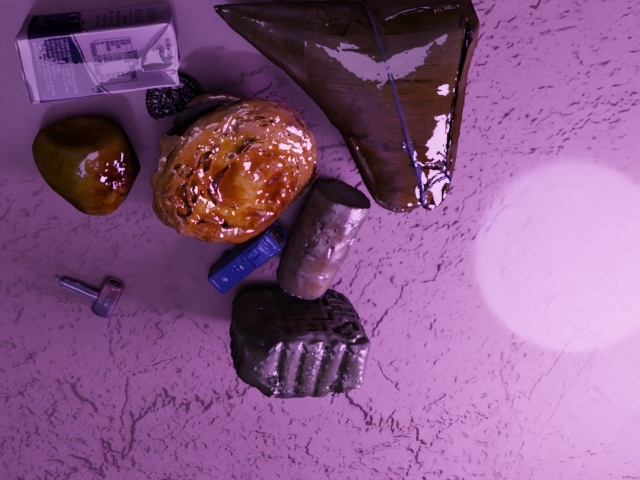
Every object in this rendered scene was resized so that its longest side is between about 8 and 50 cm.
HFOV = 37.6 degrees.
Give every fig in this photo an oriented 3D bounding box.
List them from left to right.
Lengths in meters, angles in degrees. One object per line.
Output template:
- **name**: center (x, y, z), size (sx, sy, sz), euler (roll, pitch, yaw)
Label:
- **fig**: center (-0.365, -0.125, 1.457), size (0.165, 0.144, 0.154), euler (24, 147, -11)

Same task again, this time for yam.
- **yam**: center (0.000, 0.000, 1.594), size (0.107, 0.107, 0.194), euler (18, 113, -18)

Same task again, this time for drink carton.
- **drink carton**: center (-0.321, -0.279, 1.380), size (0.222, 0.134, 0.102), euler (-8, 115, -6)

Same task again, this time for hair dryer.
- **hair dryer**: center (-0.401, 0.082, 1.610), size (0.114, 0.037, 0.063), euler (25, 109, -13)

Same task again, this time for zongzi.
- **zongzi**: center (0.037, -0.205, 1.459), size (0.392, 0.174, 0.356), euler (-3, 121, -7)

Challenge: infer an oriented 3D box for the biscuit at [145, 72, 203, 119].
- **biscuit**: center (-0.231, -0.223, 1.484), size (0.087, 0.027, 0.089), euler (25, 110, -19)

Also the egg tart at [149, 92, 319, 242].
- **egg tart**: center (-0.143, -0.128, 1.488), size (0.297, 0.132, 0.297), euler (-12, 140, -11)

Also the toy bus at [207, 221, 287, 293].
- **toy bus**: center (-0.126, 0.030, 1.607), size (0.153, 0.061, 0.051), euler (-36, 112, 22)

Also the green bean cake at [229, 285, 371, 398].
- **green bean cake**: center (-0.044, 0.168, 1.607), size (0.227, 0.222, 0.125), euler (1, 117, -14)
